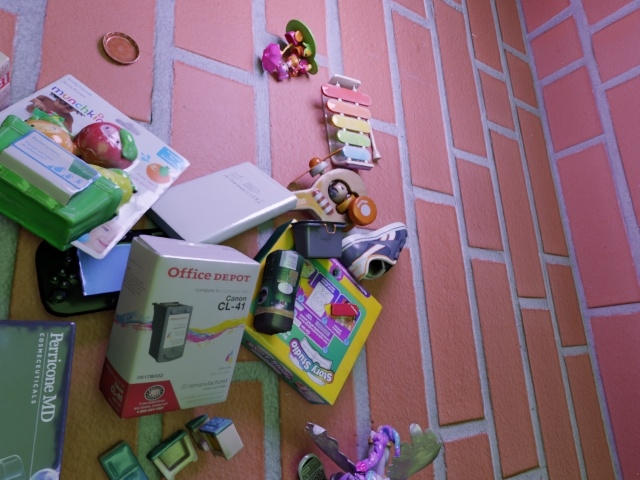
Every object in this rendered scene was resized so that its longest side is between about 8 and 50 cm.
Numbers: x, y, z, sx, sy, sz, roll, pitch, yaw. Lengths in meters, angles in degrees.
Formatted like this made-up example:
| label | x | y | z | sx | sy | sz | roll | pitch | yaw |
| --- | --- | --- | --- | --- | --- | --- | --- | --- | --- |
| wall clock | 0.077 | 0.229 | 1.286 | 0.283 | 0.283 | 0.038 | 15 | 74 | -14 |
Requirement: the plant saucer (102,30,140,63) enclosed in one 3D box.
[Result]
| label | x | y | z | sx | sy | sz | roll | pitch | yaw |
| --- | --- | --- | --- | --- | --- | --- | --- | --- | --- |
| plant saucer | -0.483 | -0.465 | 1.064 | 0.083 | 0.013 | 0.084 | 12 | 68 | -33 |

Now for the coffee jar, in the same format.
| label | x | y | z | sx | sy | sz | roll | pitch | yaw |
| --- | --- | --- | --- | --- | --- | --- | --- | --- | --- |
| coffee jar | -0.094 | 0.119 | 0.987 | 0.079 | 0.096 | 0.185 | 20 | 66 | -25 |

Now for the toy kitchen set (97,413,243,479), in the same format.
| label | x | y | z | sx | sy | sz | roll | pitch | yaw |
| --- | --- | --- | --- | --- | --- | --- | --- | --- | --- |
| toy kitchen set | -0.286 | 0.407 | 0.843 | 0.207 | 0.166 | 0.122 | -32 | 96 | -39 |

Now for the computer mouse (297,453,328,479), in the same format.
| label | x | y | z | sx | sy | sz | roll | pitch | yaw |
| --- | --- | --- | --- | --- | --- | --- | --- | --- | --- |
| computer mouse | -0.007 | 0.604 | 1.071 | 0.106 | 0.042 | 0.193 | -27 | 99 | -34 |

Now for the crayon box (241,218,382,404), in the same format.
| label | x | y | z | sx | sy | sz | roll | pitch | yaw |
| --- | --- | --- | --- | --- | --- | --- | --- | --- | --- |
| crayon box | -0.045 | 0.183 | 1.130 | 0.363 | 0.106 | 0.313 | 45 | 56 | -16 |

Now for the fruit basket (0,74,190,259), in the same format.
| label | x | y | z | sx | sy | sz | roll | pitch | yaw |
| --- | --- | --- | --- | --- | --- | --- | --- | --- | --- |
| fruit basket | -0.476 | -0.171 | 0.882 | 0.327 | 0.165 | 0.353 | 37 | 48 | -13 |

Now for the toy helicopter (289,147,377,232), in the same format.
| label | x | y | z | sx | sy | sz | roll | pitch | yaw |
| --- | --- | --- | --- | --- | --- | --- | --- | --- | --- |
| toy helicopter | -0.023 | -0.132 | 1.231 | 0.354 | 0.140 | 0.235 | -9 | 86 | -28 |

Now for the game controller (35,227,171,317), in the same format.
| label | x | y | z | sx | sy | sz | roll | pitch | yaw |
| --- | --- | --- | --- | --- | --- | --- | --- | --- | --- |
| game controller | -0.409 | 0.058 | 0.924 | 0.318 | 0.067 | 0.167 | -6 | 80 | -38 |

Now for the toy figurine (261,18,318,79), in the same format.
| label | x | y | z | sx | sy | sz | roll | pitch | yaw |
| --- | --- | --- | --- | --- | --- | --- | --- | --- | --- |
| toy figurine | -0.103 | -0.549 | 1.330 | 0.159 | 0.130 | 0.173 | -43 | 127 | -23 |

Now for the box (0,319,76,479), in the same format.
| label | x | y | z | sx | sy | sz | roll | pitch | yaw |
| --- | --- | --- | --- | --- | --- | --- | --- | --- | --- |
| box | -0.597 | 0.269 | 0.629 | 0.395 | 0.211 | 0.294 | 8 | 71 | -35 |

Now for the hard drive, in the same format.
| label | x | y | z | sx | sy | sz | roll | pitch | yaw |
| --- | --- | --- | --- | --- | --- | --- | --- | --- | --- |
| hard drive | -0.234 | -0.090 | 1.044 | 0.203 | 0.040 | 0.307 | 37 | 46 | 27 |

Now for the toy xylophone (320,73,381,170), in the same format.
| label | x | y | z | sx | sy | sz | roll | pitch | yaw |
| --- | --- | --- | --- | --- | --- | --- | --- | --- | --- |
| toy xylophone | 0.108 | -0.372 | 1.428 | 0.236 | 0.081 | 0.323 | -9 | 82 | -38 |

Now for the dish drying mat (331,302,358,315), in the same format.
| label | x | y | z | sx | sy | sz | roll | pitch | yaw |
| --- | --- | --- | --- | --- | --- | --- | --- | --- | --- |
| dish drying mat | 0.063 | 0.179 | 1.133 | 0.083 | 0.008 | 0.032 | 9 | 73 | -34 |

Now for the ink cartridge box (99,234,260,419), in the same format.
| label | x | y | z | sx | sy | sz | roll | pitch | yaw |
| --- | --- | --- | --- | --- | --- | --- | --- | --- | --- |
| ink cartridge box | -0.270 | 0.163 | 0.856 | 0.226 | 0.131 | 0.307 | 9 | 100 | -44 |

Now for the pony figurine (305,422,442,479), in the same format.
| label | x | y | z | sx | sy | sz | roll | pitch | yaw |
| --- | --- | --- | --- | --- | --- | --- | --- | --- | --- |
| pony figurine | 0.115 | 0.571 | 1.008 | 0.351 | 0.302 | 0.364 | 76 | 22 | -50 |

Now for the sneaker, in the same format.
| label | x | y | z | sx | sy | sz | roll | pitch | yaw |
| --- | --- | --- | --- | --- | --- | --- | --- | --- | --- |
| sneaker | 0.173 | 0.038 | 1.298 | 0.321 | 0.126 | 0.128 | -16 | 67 | -45 |

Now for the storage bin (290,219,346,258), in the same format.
| label | x | y | z | sx | sy | sz | roll | pitch | yaw |
| --- | --- | --- | --- | --- | --- | --- | --- | --- | --- |
| storage bin | 0.000 | 0.000 | 1.099 | 0.135 | 0.098 | 0.091 | 1 | 84 | -35 |

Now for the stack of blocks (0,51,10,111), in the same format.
| label | x | y | z | sx | sy | sz | roll | pitch | yaw |
| --- | --- | --- | --- | --- | --- | --- | --- | --- | --- |
| stack of blocks | -0.674 | -0.208 | 0.743 | 0.087 | 0.171 | 0.297 | 39 | 58 | -21 |
